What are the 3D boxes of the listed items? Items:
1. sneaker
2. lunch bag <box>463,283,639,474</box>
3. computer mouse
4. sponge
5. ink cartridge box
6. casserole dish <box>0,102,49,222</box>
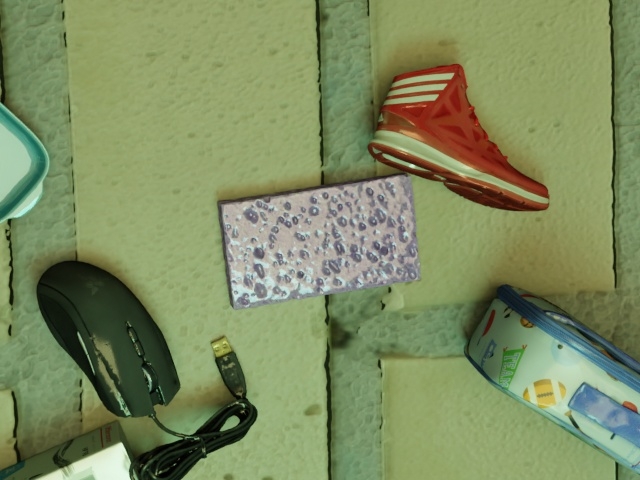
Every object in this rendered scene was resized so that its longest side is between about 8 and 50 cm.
[{"bbox_3d":[0.165,-0.116,1.618,0.221,0.087,0.128,21,80,-28],"label":"sneaker"},{"bbox_3d":[0.307,0.169,1.598,0.303,0.243,0.115,31,92,-11],"label":"lunch bag"},{"bbox_3d":[-0.166,0.113,1.576,0.184,0.060,0.262,-21,76,-41],"label":"computer mouse"},{"bbox_3d":[0.000,0.000,1.631,0.210,0.031,0.117,-9,99,-9],"label":"sponge"},{"bbox_3d":[-0.247,0.244,1.584,0.180,0.104,0.060,-23,100,-7],"label":"ink cartridge box"},{"bbox_3d":[-0.364,-0.099,1.553,0.188,0.037,0.114,43,89,-11],"label":"casserole dish"}]
